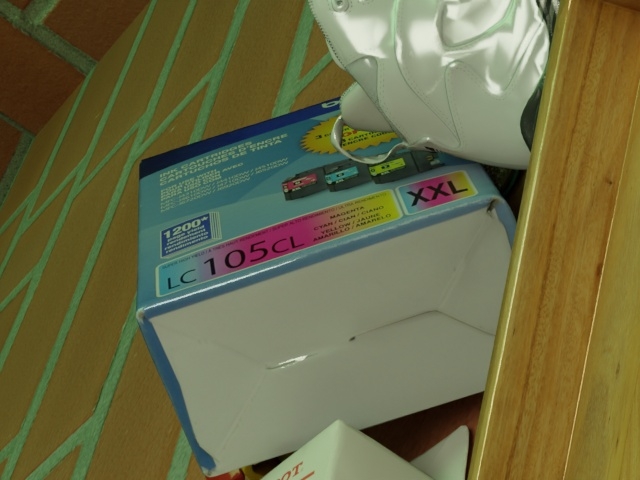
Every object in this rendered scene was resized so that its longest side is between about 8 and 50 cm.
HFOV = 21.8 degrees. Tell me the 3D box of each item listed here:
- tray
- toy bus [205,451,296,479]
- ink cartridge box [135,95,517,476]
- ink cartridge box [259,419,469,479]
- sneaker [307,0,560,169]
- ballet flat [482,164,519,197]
[{"bbox_3d":[0.173,0.046,0.888,0.203,0.076,0.410,176,106,-68],"label":"tray"},{"bbox_3d":[-0.061,0.116,1.429,0.202,0.104,0.190,-9,67,37],"label":"toy bus"},{"bbox_3d":[0.000,0.000,1.317,0.270,0.151,0.395,-18,20,1],"label":"ink cartridge box"},{"bbox_3d":[-0.018,0.267,1.118,0.207,0.119,0.353,-42,22,37],"label":"ink cartridge box"},{"bbox_3d":[0.103,-0.219,1.139,0.137,0.210,0.365,8,-98,-77],"label":"sneaker"},{"bbox_3d":[0.149,-0.119,1.467,0.073,0.067,0.206,-40,23,40],"label":"ballet flat"}]
